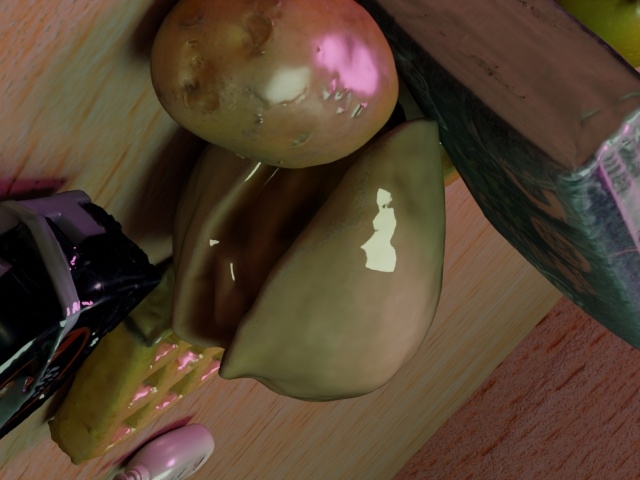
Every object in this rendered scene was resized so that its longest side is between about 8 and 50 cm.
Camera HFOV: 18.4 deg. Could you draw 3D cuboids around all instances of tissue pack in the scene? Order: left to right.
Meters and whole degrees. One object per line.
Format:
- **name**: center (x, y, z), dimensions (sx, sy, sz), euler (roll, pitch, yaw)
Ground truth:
- **tissue pack**: center (0.160, -0.060, 1.351), dimensions (0.103, 0.228, 0.316), euler (-42, 147, -2)

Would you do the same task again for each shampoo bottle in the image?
- **shampoo bottle**: center (-0.167, 0.228, 1.999), dimensions (0.077, 0.045, 0.152), euler (-46, 167, 21)

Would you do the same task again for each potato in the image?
- **potato**: center (-0.025, -0.101, 1.138), dimensions (0.178, 0.118, 0.109), euler (19, 78, -61)

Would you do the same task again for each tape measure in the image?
- **tape measure**: center (-0.199, 0.055, 1.138), dimensions (0.182, 0.107, 0.181), euler (-44, 171, 7)

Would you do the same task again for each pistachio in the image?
- **pistachio**: center (0.000, 0.000, 1.363), dimensions (0.214, 0.193, 0.318), euler (-40, 166, -28)

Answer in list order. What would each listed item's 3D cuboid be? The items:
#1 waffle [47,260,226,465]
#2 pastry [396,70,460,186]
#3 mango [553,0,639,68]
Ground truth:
- **waffle**: center (-0.098, 0.066, 1.613), dimensions (0.248, 0.055, 0.221), euler (-34, 165, -35)
- **pastry**: center (0.078, -0.094, 1.536), dimensions (0.156, 0.092, 0.156), euler (-34, 160, -14)
- **mango**: center (0.208, -0.206, 1.425), dimensions (0.293, 0.143, 0.175), euler (-39, 142, -82)
